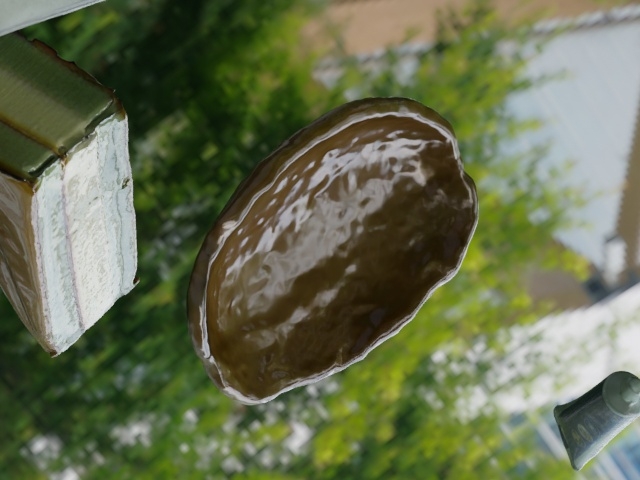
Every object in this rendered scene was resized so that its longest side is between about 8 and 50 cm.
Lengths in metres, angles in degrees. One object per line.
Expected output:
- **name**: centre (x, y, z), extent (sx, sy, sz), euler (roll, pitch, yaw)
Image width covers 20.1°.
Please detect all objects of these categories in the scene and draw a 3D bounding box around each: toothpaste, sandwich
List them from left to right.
- **sandwich**: centre (-0.165, -0.030, 0.983), extent (0.113, 0.163, 0.079), euler (35, -119, 22)
- **toothpaste**: centre (0.217, 0.135, 1.402), extent (0.035, 0.057, 0.197), euler (-14, 165, -13)

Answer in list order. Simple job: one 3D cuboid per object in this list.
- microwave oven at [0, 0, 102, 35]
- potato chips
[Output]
- **microwave oven**: centre (-0.189, -0.314, 0.822), extent (0.333, 0.394, 0.247), euler (-25, -150, -36)
- **potato chips**: centre (0.000, 0.000, 0.953), extent (0.049, 0.150, 0.202), euler (16, -132, 42)
